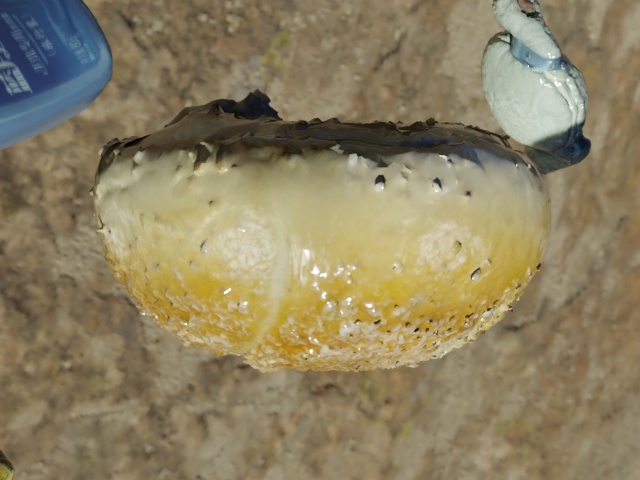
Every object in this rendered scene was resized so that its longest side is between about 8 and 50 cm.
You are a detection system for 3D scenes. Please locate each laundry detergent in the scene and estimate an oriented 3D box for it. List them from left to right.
[{"bbox_3d":[-0.315,-0.128,1.093,0.290,0.094,0.143,-38,93,-40],"label":"laundry detergent"}]

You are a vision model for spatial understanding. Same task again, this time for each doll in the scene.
[{"bbox_3d":[0.201,-0.139,1.221,0.071,0.103,0.214,-37,133,-18],"label":"doll"}]

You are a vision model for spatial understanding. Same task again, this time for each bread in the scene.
[{"bbox_3d":[0.000,0.000,0.825,0.306,0.306,0.158,-1,95,-56],"label":"bread"}]

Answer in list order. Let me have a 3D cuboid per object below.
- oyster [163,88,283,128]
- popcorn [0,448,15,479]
[{"bbox_3d":[-0.115,-0.041,1.553,0.133,0.337,0.198,20,129,-40],"label":"oyster"},{"bbox_3d":[-0.559,0.306,1.590,0.325,0.321,0.290,-45,-174,-4],"label":"popcorn"}]
